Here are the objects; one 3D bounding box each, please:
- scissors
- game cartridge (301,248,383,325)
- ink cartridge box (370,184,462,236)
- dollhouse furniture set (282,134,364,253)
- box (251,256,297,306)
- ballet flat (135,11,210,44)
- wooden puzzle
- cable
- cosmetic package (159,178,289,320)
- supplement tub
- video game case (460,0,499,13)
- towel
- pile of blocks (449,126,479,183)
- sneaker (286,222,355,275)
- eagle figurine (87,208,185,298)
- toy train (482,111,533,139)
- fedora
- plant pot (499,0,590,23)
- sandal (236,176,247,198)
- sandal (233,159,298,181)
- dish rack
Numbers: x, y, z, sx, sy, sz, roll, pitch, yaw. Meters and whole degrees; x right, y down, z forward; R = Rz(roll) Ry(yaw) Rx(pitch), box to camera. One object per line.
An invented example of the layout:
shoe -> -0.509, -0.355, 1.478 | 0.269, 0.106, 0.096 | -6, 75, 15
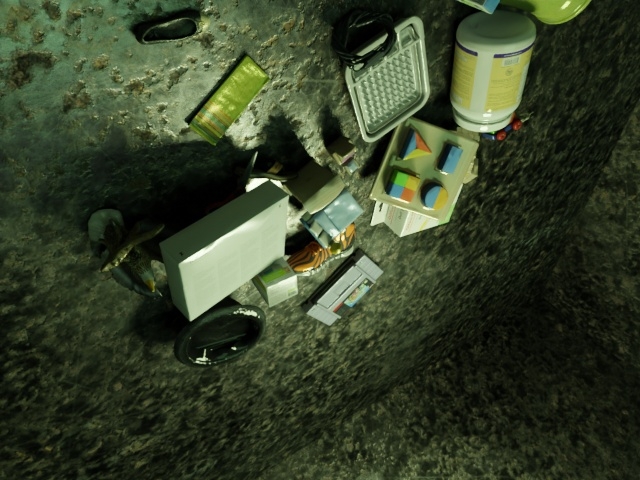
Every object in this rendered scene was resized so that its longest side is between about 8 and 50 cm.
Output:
scissors -> -0.230, -0.135, 1.396 | 0.109, 0.021, 0.297 | 33, 122, -23
game cartridge -> 0.106, 0.216, 2.102 | 0.355, 0.068, 0.230 | -46, 139, 5
ink cartridge box -> 0.390, -0.145, 1.947 | 0.353, 0.119, 0.207 | -16, 135, -29
dollhouse furniture set -> 0.077, -0.119, 1.555 | 0.286, 0.198, 0.303 | -40, 123, -2
box -> -0.175, 0.106, 1.620 | 0.114, 0.203, 0.103 | -23, 138, -21
ballet flat -> -0.322, -0.463, 1.058 | 0.173, 0.049, 0.057 | -26, 141, -21
wooden puzzle -> 0.383, -0.249, 1.731 | 0.347, 0.080, 0.322 | 15, 107, -19
cable -> 0.120, -0.552, 1.300 | 0.184, 0.150, 0.047 | -42, 174, -6
cosmetic package -> -0.262, 0.027, 1.385 | 0.377, 0.097, 0.284 | -36, 155, -32
supplement tub -> 0.561, -0.558, 1.596 | 0.241, 0.241, 0.331 | -29, 141, -17
video game case -> 0.427, -0.774, 1.262 | 0.061, 0.244, 0.269 | 5, 123, -46
towel -> -0.238, -0.363, 1.255 | 0.237, 0.021, 0.102 | -48, 143, 7
pile of blocks -> 0.558, -0.365, 1.919 | 0.362, 0.149, 0.113 | 55, 41, -62
sneaker -> 0.000, 0.000, 1.761 | 0.321, 0.124, 0.180 | -28, 138, -36
eagle figurine -> -0.495, 0.047, 1.331 | 0.226, 0.225, 0.298 | 4, 172, 4
toy train -> 0.763, -0.526, 1.937 | 0.248, 0.105, 0.143 | -33, 129, -13
fedora -> -0.364, 0.297, 1.679 | 0.334, 0.152, 0.334 | -21, 137, -21
plant pot -> 0.645, -0.807, 1.440 | 0.253, 0.276, 0.276 | -8, 132, -22
sandal -> -0.243, -0.115, 1.459 | 0.049, 0.072, 0.180 | -14, 135, -11
sandal -> -0.158, -0.214, 1.440 | 0.219, 0.090, 0.060 | 1, 104, -34
dish rack -> 0.199, -0.494, 1.475 | 0.285, 0.072, 0.333 | -37, 143, -8
